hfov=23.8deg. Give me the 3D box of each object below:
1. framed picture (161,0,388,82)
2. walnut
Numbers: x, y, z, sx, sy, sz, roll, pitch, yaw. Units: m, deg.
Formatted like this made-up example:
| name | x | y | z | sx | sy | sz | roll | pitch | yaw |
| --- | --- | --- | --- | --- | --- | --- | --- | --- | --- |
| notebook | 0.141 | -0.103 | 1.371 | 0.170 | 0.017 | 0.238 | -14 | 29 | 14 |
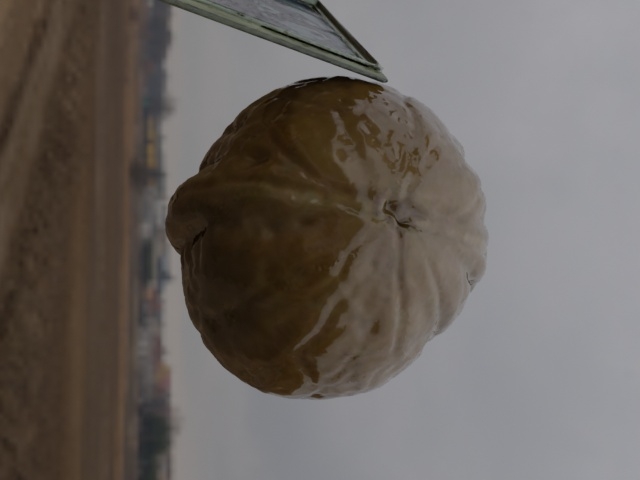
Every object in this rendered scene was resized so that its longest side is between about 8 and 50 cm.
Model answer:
| name | x | y | z | sx | sy | sz | roll | pitch | yaw |
| --- | --- | --- | --- | --- | --- | --- | --- | --- | --- |
| framed picture | -0.068 | -0.234 | 1.465 | 0.296 | 0.232 | 0.019 | -119 | -130 | -65 |
| walnut | 0.000 | 0.000 | 1.440 | 0.333 | 0.333 | 0.333 | 180 | -90 | -83 |
